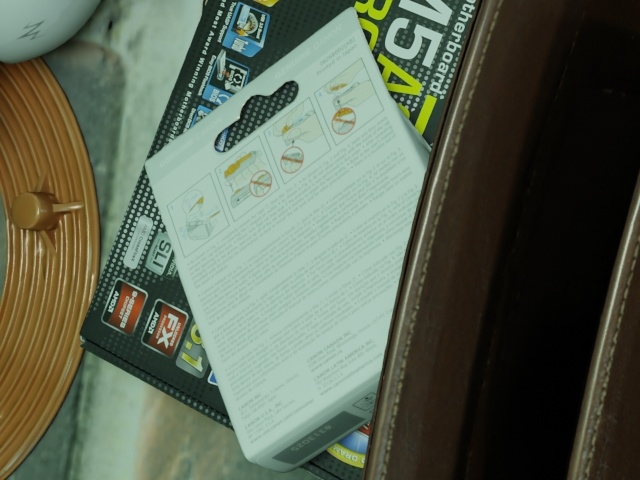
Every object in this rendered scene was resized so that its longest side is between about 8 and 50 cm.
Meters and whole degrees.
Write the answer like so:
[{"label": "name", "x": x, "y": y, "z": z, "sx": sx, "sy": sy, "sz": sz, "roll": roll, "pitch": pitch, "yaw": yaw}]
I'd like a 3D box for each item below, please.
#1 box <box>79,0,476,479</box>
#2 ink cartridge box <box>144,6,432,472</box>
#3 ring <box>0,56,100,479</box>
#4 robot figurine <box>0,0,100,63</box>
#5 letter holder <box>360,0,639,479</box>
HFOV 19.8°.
[{"label": "box", "x": 0.019, "y": -0.025, "z": 0.916, "sx": 0.216, "sy": 0.060, "sz": 0.270, "roll": 27, "pitch": 100, "yaw": 26}, {"label": "ink cartridge box", "x": 0.000, "y": 0.000, "z": 0.880, "sx": 0.145, "sy": 0.045, "sz": 0.179, "roll": -35, "pitch": 55, "yaw": 22}, {"label": "ring", "x": -0.278, "y": 0.007, "z": 1.083, "sx": 0.336, "sy": 0.032, "sz": 0.336, "roll": -1, "pitch": 88, "yaw": 28}, {"label": "robot figurine", "x": -0.247, "y": -0.169, "z": 0.971, "sx": 0.278, "sy": 0.173, "sz": 0.209, "roll": -5, "pitch": 114, "yaw": 8}, {"label": "letter holder", "x": 0.148, "y": 0.048, "z": 0.742, "sx": 0.152, "sy": 0.214, "sz": 0.302, "roll": 16, "pitch": 95, "yaw": 45}]
